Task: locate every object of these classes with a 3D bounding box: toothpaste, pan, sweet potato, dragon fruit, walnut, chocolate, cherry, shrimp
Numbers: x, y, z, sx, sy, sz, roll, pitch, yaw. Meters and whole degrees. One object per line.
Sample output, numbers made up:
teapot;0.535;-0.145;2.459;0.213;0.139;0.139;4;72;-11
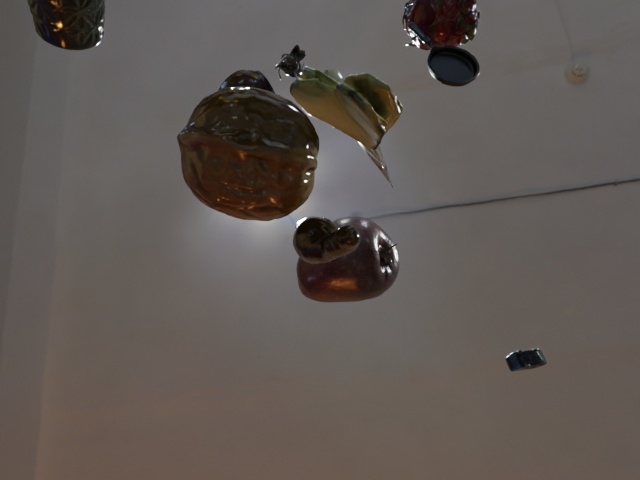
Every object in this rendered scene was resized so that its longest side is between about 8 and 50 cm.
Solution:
toothpaste;0.077;-0.242;0.954;0.058;0.056;0.314;-1;-127;-30
pan;0.307;-0.481;1.206;0.136;0.028;0.235;-34;-106;-21
sweet potato;0.000;0.002;0.689;0.075;0.269;0.075;-1;-85;-15
dragon fruit;0.326;-0.629;1.312;0.274;0.193;0.192;40;-79;41
walnut;-0.107;-0.127;0.700;0.213;0.213;0.213;-3;-107;10
chocolate;-0.229;-0.432;1.419;0.177;0.177;0.176;-3;-107;10
cherry;0.069;0.059;1.230;0.307;0.261;0.221;-28;-119;26
shrimp;-0.073;-0.461;1.245;0.082;0.174;0.076;32;-58;-14

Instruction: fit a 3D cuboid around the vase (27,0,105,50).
vase;-0.369;-0.440;0.670;0.156;0.301;0.251;5;-127;-20

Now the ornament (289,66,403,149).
ornament;0.054;-0.213;0.797;0.201;0.180;0.059;29;-99;42

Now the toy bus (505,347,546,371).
toy bus;0.461;0.269;1.048;0.083;0.046;0.038;0;-124;-24
